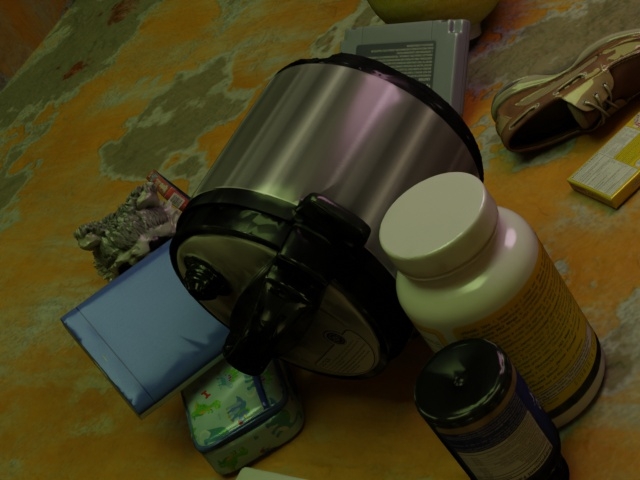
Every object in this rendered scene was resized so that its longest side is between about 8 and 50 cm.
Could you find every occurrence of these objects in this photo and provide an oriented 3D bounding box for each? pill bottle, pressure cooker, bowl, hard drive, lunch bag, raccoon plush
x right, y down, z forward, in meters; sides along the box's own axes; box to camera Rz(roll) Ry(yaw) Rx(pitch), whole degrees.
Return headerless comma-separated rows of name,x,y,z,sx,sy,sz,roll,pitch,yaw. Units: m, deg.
pill bottle,0.211,0.227,1.393,0.123,0.219,0.123,-24,36,19
pressure cooker,-0.006,-0.002,1.645,0.375,0.370,0.420,9,54,35
bowl,0.236,-0.457,2.235,0.289,0.156,0.289,-15,18,5
pill bottle,0.213,0.079,1.468,0.188,0.334,0.188,-24,36,19
hard drive,-0.216,0.105,1.838,0.319,0.040,0.210,-37,66,-18
lunch bag,-0.122,0.239,1.809,0.176,0.090,0.219,-29,35,4
raccoon plush,-0.347,0.010,2.103,0.216,0.299,0.446,-49,35,-17

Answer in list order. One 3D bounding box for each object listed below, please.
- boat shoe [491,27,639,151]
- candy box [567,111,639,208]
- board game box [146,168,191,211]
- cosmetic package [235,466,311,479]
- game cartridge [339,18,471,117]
boat shoe,0.426,-0.225,1.854,0.324,0.123,0.116,-25,42,29
candy box,0.479,-0.137,1.765,0.206,0.027,0.105,-42,31,-8
board game box,-0.246,-0.065,2.175,0.027,0.145,0.281,-51,17,-1
cosmetic package,-0.083,0.510,1.373,0.230,0.161,0.453,1,49,43
game cartridge,0.147,-0.299,2.149,0.297,0.062,0.198,7,96,46
